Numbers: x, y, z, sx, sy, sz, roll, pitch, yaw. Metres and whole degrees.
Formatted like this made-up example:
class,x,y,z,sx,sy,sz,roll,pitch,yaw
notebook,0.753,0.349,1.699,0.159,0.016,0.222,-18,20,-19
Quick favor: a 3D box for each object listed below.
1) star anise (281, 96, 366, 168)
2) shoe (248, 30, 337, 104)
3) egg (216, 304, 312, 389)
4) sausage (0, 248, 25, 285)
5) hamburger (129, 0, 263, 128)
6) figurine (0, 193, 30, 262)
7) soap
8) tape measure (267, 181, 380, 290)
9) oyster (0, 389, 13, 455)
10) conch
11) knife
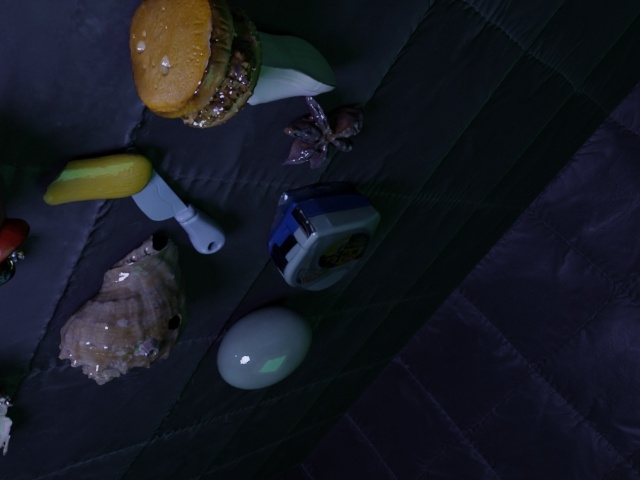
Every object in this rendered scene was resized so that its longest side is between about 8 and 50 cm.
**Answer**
class,x,y,z,sx,sy,sz,roll,pitch,yaw
star anise,0.005,-0.207,1.131,0.208,0.063,0.171,-2,135,-51
shoe,-0.081,-0.274,0.913,0.110,0.095,0.265,-31,167,31
egg,-0.150,0.289,1.515,0.283,0.203,0.203,-33,152,-25
sausage,-0.608,0.096,0.785,0.372,0.082,0.082,-27,150,-26
hamburger,-0.156,-0.239,0.733,0.118,0.191,0.181,-5,117,-48
figurine,-0.478,-0.030,0.671,0.173,0.173,0.173,-31,151,-19
soap,-0.346,-0.098,0.869,0.169,0.033,0.089,-10,137,-37
tape measure,0.002,-0.001,1.355,0.259,0.138,0.262,-11,141,-42
oyster,-0.666,0.355,1.027,0.354,0.107,0.201,-56,178,40
conch,-0.354,0.153,1.101,0.324,0.186,0.263,-49,170,17
knife,-0.277,-0.060,1.024,0.080,0.044,0.331,-34,147,2
